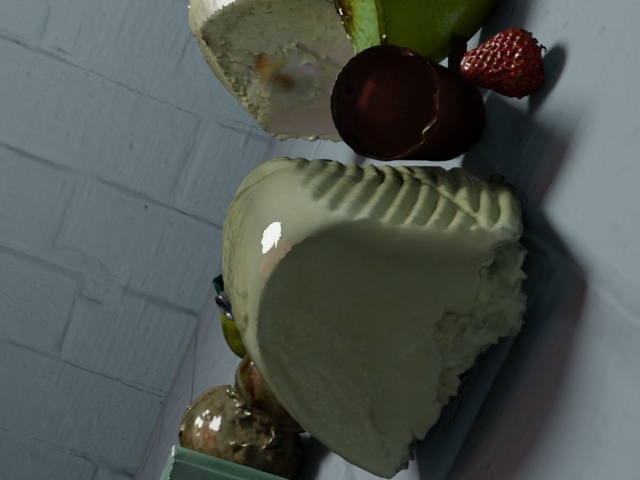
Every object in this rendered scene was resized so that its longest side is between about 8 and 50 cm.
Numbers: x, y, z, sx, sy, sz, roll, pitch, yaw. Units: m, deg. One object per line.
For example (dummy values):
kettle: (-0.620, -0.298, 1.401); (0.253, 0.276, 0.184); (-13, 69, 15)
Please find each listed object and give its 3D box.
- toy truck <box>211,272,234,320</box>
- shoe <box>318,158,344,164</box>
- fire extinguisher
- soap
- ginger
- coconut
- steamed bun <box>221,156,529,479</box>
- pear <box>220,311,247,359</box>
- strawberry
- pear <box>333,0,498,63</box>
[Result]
toy truck: (-0.028, 0.113, 1.069); (0.110, 0.216, 0.116); (-35, -29, -25)
shoe: (0.000, 0.000, 1.382); (0.093, 0.108, 0.241); (-86, 13, -65)
fire extinguisher: (0.116, -0.156, 0.956); (0.337, 0.106, 0.147); (-16, -62, -70)
soap: (-0.090, 0.315, 1.009); (0.063, 0.198, 0.115); (-133, 62, -79)
ginger: (-0.112, 0.321, 1.173); (0.256, 0.176, 0.375); (-21, 49, 62)
coconut: (-0.017, -0.393, 1.464); (0.404, 0.404, 0.405); (-159, 90, -79)
steamed bun: (0.039, 0.069, 0.822); (0.290, 0.273, 0.272); (-109, 25, -78)
pear: (-0.058, 0.086, 1.290); (0.198, 0.198, 0.198); (-159, 90, -79)
strawberry: (0.182, -0.173, 0.896); (0.073, 0.083, 0.073); (-16, -90, -80)
pear: (0.140, -0.333, 1.092); (0.164, 0.255, 0.238); (123, 130, -69)
